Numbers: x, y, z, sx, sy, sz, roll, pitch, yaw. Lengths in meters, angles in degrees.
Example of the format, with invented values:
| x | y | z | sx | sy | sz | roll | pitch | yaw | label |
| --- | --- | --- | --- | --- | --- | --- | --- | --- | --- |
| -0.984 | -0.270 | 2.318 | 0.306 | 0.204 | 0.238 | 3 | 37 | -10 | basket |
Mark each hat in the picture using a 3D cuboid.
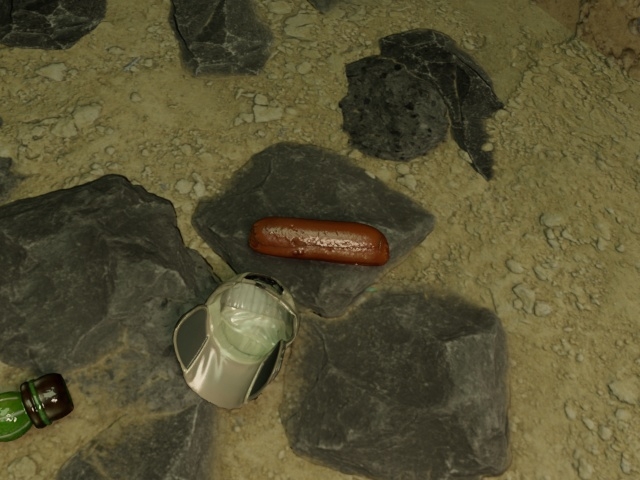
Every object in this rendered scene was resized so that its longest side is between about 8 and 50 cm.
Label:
| x | y | z | sx | sy | sz | roll | pitch | yaw | label |
| --- | --- | --- | --- | --- | --- | --- | --- | --- | --- |
| -0.153 | 0.199 | 1.253 | 0.232 | 0.161 | 0.275 | 19 | 77 | 21 | hat |

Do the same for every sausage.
| x | y | z | sx | sy | sz | roll | pitch | yaw | label |
| --- | --- | --- | --- | --- | --- | --- | --- | --- | --- |
| 0.000 | 0.000 | 1.444 | 0.330 | 0.102 | 0.102 | 5 | 54 | -4 | sausage |

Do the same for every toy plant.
| x | y | z | sx | sy | sz | roll | pitch | yaw | label |
| --- | --- | --- | --- | --- | --- | --- | --- | --- | --- |
| -0.546 | 0.310 | 1.151 | 0.162 | 0.093 | 0.093 | -21 | 59 | -21 | toy plant |
